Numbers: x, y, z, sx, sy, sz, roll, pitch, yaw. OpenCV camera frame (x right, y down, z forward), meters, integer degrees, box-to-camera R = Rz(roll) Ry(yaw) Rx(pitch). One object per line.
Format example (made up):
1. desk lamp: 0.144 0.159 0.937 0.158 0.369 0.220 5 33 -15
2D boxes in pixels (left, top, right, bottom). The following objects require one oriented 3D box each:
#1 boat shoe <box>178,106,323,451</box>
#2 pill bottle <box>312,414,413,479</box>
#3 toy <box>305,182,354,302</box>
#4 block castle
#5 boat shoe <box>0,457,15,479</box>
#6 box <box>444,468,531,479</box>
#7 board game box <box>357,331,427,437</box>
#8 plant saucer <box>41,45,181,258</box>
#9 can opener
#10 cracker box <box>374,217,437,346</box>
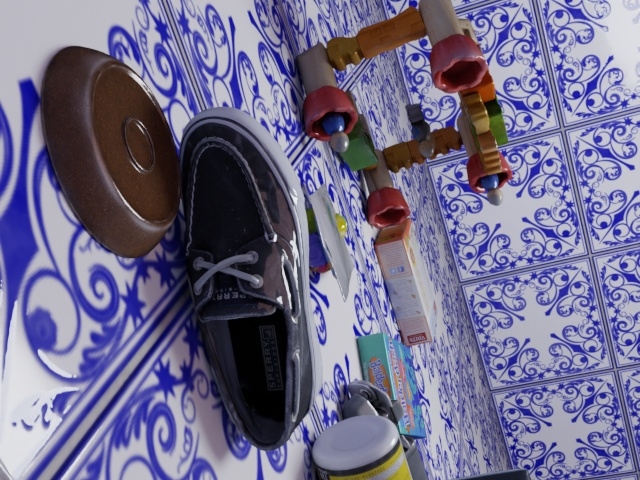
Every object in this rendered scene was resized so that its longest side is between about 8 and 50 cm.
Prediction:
1. boat shoe: -0.068 0.037 0.660 0.102 0.108 0.301 -53 136 -70
2. pill bottle: 0.062 0.305 0.882 0.103 0.103 0.184 -56 131 -70
3. toy: 0.000 0.000 1.024 0.237 0.056 0.136 -50 122 -78
4. block castle: 0.169 -0.188 1.345 0.453 0.303 0.212 49 24 -61
5. boat shoe: -0.125 0.178 0.341 0.095 0.084 0.258 -64 139 -67
6. box: 0.272 0.613 1.169 0.395 0.212 0.293 -83 154 -55
7. board game box: 0.122 0.248 1.262 0.210 0.047 0.160 38 41 -66
8. plant saucer: -0.150 -0.071 0.586 0.168 0.029 0.168 -14 90 -74
9. can opener: 0.093 0.323 1.090 0.095 0.076 0.283 -41 122 -37
10. cracker box: 0.183 0.085 1.596 0.155 0.067 0.232 -56 130 -69
